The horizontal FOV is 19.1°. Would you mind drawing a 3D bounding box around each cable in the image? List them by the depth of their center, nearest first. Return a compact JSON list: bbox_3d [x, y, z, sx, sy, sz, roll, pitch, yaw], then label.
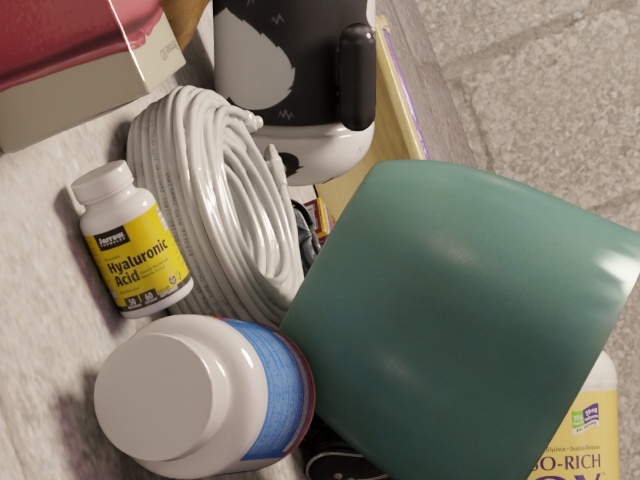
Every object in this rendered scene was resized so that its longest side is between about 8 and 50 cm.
[{"bbox_3d":[-0.094,-0.015,1.710,0.257,0.089,0.257,40,33,-65],"label":"cable"}]

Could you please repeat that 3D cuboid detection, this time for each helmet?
[{"bbox_3d":[0.061,0.171,1.884,0.169,0.161,0.169,59,17,-31],"label":"helmet"}]

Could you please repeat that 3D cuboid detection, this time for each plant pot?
[{"bbox_3d":[0.104,0.066,1.603,0.235,0.293,0.293,30,14,3],"label":"plant pot"}]

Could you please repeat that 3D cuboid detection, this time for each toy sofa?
[{"bbox_3d":[0.067,-0.093,2.358,0.177,0.150,0.362,14,56,-73],"label":"toy sofa"}]

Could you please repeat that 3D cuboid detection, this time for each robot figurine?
[{"bbox_3d":[-0.029,-0.194,1.973,0.209,0.174,0.278,-87,176,-73],"label":"robot figurine"}]

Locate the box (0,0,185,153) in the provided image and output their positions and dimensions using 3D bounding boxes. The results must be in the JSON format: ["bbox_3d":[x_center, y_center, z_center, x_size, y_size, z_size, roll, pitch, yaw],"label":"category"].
[{"bbox_3d":[-0.213,-0.203,1.421,0.148,0.127,0.232,-66,133,-74],"label":"box"}]

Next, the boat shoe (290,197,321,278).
[{"bbox_3d":[-0.061,-0.034,1.882,0.065,0.083,0.183,-82,149,-65],"label":"boat shoe"}]

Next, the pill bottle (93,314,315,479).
[{"bbox_3d":[-0.088,0.118,1.440,0.221,0.124,0.124,19,52,-75],"label":"pill bottle"}]

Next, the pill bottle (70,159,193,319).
[{"bbox_3d":[-0.152,-0.002,1.500,0.065,0.065,0.116,-71,138,-70],"label":"pill bottle"}]

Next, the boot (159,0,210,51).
[{"bbox_3d":[-0.144,-0.255,1.613,0.112,0.115,0.305,37,-17,13],"label":"boot"}]

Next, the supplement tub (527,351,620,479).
[{"bbox_3d":[0.201,0.231,2.030,0.241,0.241,0.331,9,78,-75],"label":"supplement tub"}]

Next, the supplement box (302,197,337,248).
[{"bbox_3d":[0.000,0.000,2.174,0.083,0.043,0.055,55,19,-45],"label":"supplement box"}]
